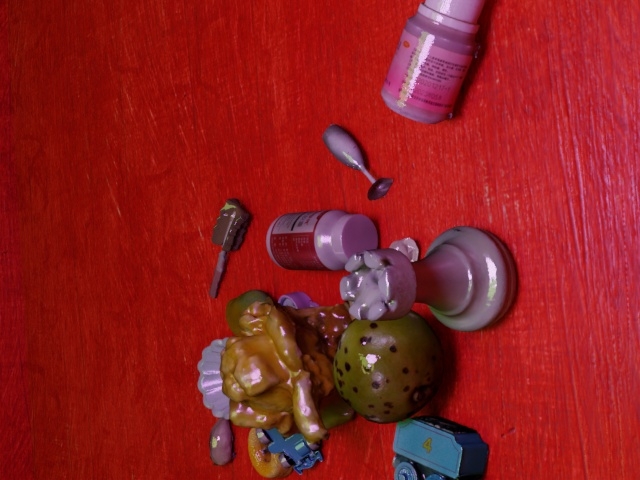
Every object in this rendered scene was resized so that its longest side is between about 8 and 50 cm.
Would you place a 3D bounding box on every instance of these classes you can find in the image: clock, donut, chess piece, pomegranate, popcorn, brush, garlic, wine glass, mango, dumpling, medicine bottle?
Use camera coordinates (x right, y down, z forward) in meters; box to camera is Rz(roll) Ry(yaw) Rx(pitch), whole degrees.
[{"bbox_3d":[-0.057,0.201,1.919,0.110,0.050,0.153,22,108,47],"label":"clock"},{"bbox_3d":[-0.123,0.504,2.006,0.152,0.058,0.152,6,98,48],"label":"donut"},{"bbox_3d":[0.182,0.072,1.443,0.194,0.299,0.195,2,93,49],"label":"chess piece"},{"bbox_3d":[0.124,0.227,1.616,0.286,0.230,0.231,-117,38,-68],"label":"pomegranate"},{"bbox_3d":[-0.065,0.295,1.751,0.290,0.325,0.321,-18,44,35],"label":"popcorn"},{"bbox_3d":[-0.252,0.031,2.136,0.084,0.071,0.301,46,130,34],"label":"brush"},{"bbox_3d":[-0.265,0.525,2.163,0.084,0.066,0.152,21,110,49],"label":"garlic"},{"bbox_3d":[0.072,-0.168,1.748,0.198,0.066,0.066,52,128,35],"label":"wine glass"},{"bbox_3d":[-0.170,0.187,2.033,0.191,0.085,0.122,-30,76,56],"label":"mango"},{"bbox_3d":[0.166,0.028,1.665,0.076,0.057,0.052,-46,15,10],"label":"dumpling"},{"bbox_3d":[0.212,-0.348,1.516,0.147,0.147,0.247,41,122,41],"label":"medicine bottle"},{"bbox_3d":[0.000,0.000,1.784,0.250,0.131,0.131,-3,89,50],"label":"medicine bottle"}]

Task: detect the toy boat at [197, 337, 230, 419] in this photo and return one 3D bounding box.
[{"bbox_3d":[-0.197,0.335,2.052,0.290,0.100,0.200,-24,74,48],"label":"toy boat"}]

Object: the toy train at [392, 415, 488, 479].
[{"bbox_3d":[0.224,0.416,1.562,0.197,0.107,0.155,10,92,49],"label":"toy train"}]

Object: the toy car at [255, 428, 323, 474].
[{"bbox_3d":[-0.058,0.448,1.922,0.126,0.098,0.161,-39,91,18],"label":"toy car"}]
